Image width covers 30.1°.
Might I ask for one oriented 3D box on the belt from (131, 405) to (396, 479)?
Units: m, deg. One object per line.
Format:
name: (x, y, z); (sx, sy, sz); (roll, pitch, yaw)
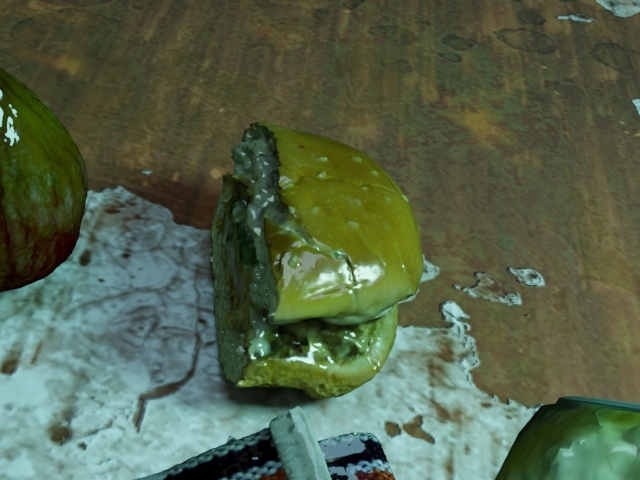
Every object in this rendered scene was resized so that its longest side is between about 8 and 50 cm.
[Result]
belt: (-0.124, 0.183, 0.656); (0.360, 0.126, 0.094); (-8, 49, -18)

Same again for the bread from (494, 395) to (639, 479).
bread: (0.221, 0.202, 0.502); (0.395, 0.239, 0.264); (6, 74, 16)

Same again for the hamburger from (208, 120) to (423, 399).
hamburger: (0.000, 0.000, 0.924); (0.157, 0.144, 0.283); (5, 33, -11)

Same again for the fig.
fig: (-0.279, -0.087, 0.856); (0.191, 0.290, 0.190); (-8, 47, 8)
